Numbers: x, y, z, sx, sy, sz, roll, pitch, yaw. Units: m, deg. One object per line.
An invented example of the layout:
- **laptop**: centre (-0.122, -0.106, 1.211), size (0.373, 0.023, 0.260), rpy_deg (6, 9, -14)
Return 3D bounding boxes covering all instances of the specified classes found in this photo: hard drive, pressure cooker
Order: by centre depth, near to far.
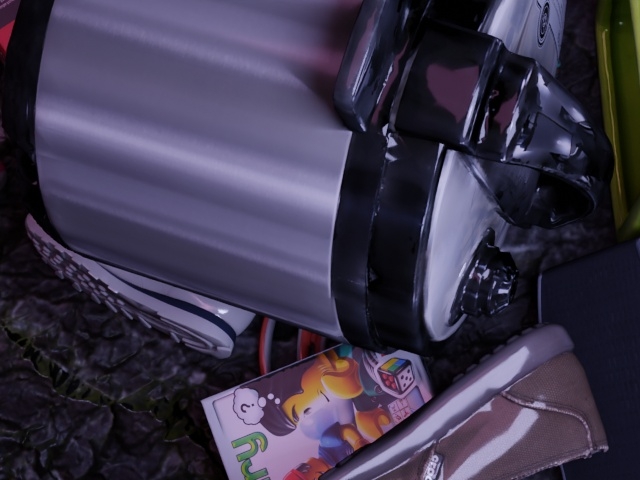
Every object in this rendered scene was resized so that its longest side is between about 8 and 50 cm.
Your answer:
- **pressure cooker**: centre (0.020, -0.106, 1.088), size (0.421, 0.375, 0.370), rpy_deg (18, 39, 18)
- **hard drive**: centre (0.251, 0.126, 1.134), size (0.054, 0.172, 0.254), rpy_deg (-1, 77, -31)

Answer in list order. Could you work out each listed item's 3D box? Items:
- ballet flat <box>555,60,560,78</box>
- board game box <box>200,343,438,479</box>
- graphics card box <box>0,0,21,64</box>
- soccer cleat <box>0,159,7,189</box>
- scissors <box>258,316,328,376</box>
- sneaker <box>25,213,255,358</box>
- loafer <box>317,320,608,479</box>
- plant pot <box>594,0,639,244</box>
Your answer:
- **ballet flat**: centre (0.118, -0.181, 1.275), size (0.203, 0.074, 0.074), rpy_deg (32, 87, 10)
- **board game box**: centre (0.041, 0.242, 1.199), size (0.193, 0.053, 0.305), rpy_deg (-23, 79, 7)
- **graphics card box**: centre (-0.288, -0.355, 1.318), size (0.233, 0.094, 0.371), rpy_deg (-35, 87, -9)
- **soccer cleat**: centre (-0.454, -0.026, 1.350), size (0.331, 0.116, 0.143), rpy_deg (1, 98, 12)
- **scissors**: centre (0.000, 0.000, 1.281), size (0.109, 0.021, 0.297), rpy_deg (-1, 80, 13)
- **sneaker**: centre (-0.161, 0.020, 1.289), size (0.235, 0.090, 0.094), rpy_deg (26, 73, 12)
- **loafer**: centre (0.073, 0.214, 1.099), size (0.366, 0.134, 0.130), rpy_deg (-38, 78, 3)
- **plant pot**: centre (0.343, -0.128, 1.135), size (0.207, 0.228, 0.227), rpy_deg (-4, 78, 5)
